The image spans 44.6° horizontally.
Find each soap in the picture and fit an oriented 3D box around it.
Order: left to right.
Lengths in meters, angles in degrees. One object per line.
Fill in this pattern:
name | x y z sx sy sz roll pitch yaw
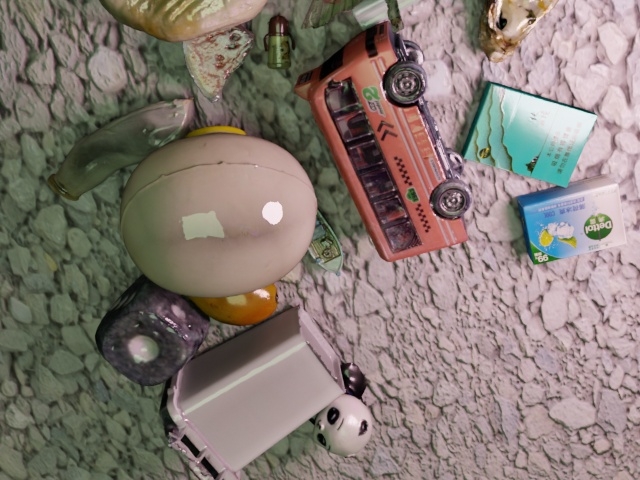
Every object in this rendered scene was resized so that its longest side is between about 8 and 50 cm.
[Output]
soap | 0.137 -0.484 1.423 0.198 0.066 0.119 -26 67 11

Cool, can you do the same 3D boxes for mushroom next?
mushroom | -0.402 -0.188 1.576 0.352 0.097 0.109 -24 106 15

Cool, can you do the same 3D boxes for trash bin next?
trash bin | -0.144 0.333 1.691 0.368 0.296 0.255 -32 108 7

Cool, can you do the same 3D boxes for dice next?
dice | -0.359 0.187 1.681 0.182 0.183 0.181 -40 108 17

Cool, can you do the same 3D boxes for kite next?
kite | 0.096 -0.479 1.393 0.323 0.013 0.267 -26 67 13

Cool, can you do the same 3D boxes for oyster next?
oyster | 0.399 -0.476 1.449 0.294 0.094 0.166 -38 126 5

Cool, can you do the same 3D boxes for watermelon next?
watermelon | -0.192 -0.368 1.511 0.139 0.071 0.187 -11 104 -1

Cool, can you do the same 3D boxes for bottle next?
bottle | -0.081 -0.383 1.508 0.047 0.063 0.101 11 113 28

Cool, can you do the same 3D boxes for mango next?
mango | -0.215 0.104 1.680 0.254 0.113 0.138 23 119 -4

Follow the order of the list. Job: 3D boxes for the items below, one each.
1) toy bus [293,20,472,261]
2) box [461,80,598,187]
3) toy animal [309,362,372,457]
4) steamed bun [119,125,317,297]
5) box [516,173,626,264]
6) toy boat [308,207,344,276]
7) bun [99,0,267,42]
toy bus | 0.135 -0.185 1.507 0.233 0.203 0.426 -20 113 14
box | 0.417 -0.212 1.571 0.227 0.042 0.160 16 111 -6
toy animal | 0.045 0.392 1.768 0.138 0.179 0.166 11 121 -18
steamed bun | -0.193 -0.047 1.503 0.374 0.334 0.333 -1 114 -15
box | 0.520 -0.043 1.623 0.194 0.073 0.139 -14 111 7
toy boat | 0.000 0.000 1.660 0.069 0.058 0.172 -25 110 11
bun | -0.240 -0.531 1.356 0.366 0.219 0.364 1 109 2
